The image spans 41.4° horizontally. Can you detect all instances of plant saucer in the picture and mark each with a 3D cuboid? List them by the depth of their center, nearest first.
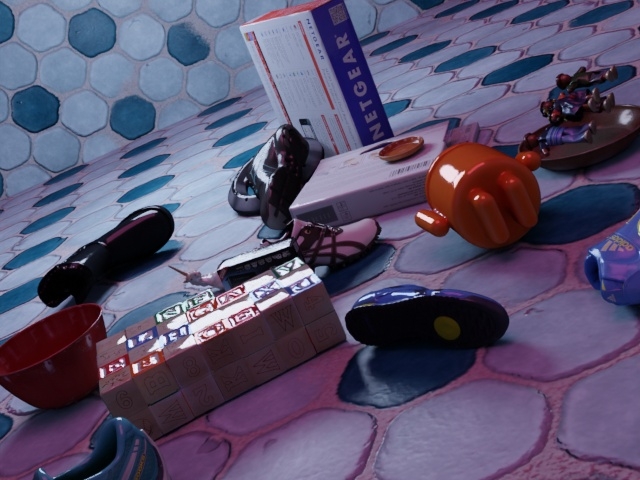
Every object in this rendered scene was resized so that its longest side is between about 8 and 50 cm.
[{"bbox_3d":[0.408,-0.155,1.316,0.199,0.036,0.198,-21,20,8],"label":"plant saucer"},{"bbox_3d":[0.142,-0.159,1.484,0.083,0.013,0.083,-21,21,8],"label":"plant saucer"}]

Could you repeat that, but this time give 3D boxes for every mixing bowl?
[{"bbox_3d":[-0.378,0.180,1.230,0.181,0.098,0.181,-21,19,8],"label":"mixing bowl"}]

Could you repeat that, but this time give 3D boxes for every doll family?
[{"bbox_3d":[0.380,-0.199,1.302,0.111,0.076,0.193,1,33,40],"label":"doll family"}]

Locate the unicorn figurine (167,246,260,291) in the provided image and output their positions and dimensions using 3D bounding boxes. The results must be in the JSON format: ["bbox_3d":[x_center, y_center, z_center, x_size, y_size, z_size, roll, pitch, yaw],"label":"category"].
[{"bbox_3d":[-0.148,0.050,1.389,0.162,0.060,0.111,-18,12,-39],"label":"unicorn figurine"}]

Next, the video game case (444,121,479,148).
[{"bbox_3d":[0.223,-0.171,1.594,0.143,0.019,0.157,-15,22,23],"label":"video game case"}]

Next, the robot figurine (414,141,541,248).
[{"bbox_3d":[0.220,-0.066,1.160,0.219,0.128,0.158,-124,55,-70],"label":"robot figurine"}]

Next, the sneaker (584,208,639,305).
[{"bbox_3d":[0.350,-0.009,0.919,0.126,0.091,0.240,-13,23,29],"label":"sneaker"}]

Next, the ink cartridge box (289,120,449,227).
[{"bbox_3d":[0.102,-0.115,1.520,0.275,0.060,0.239,-15,20,21],"label":"ink cartridge box"}]

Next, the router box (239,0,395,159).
[{"bbox_3d":[-0.007,-0.318,1.764,0.082,0.335,0.301,-33,23,-25],"label":"router box"}]

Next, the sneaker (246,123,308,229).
[{"bbox_3d":[-0.086,-0.108,1.625,0.106,0.101,0.267,-28,35,28],"label":"sneaker"}]

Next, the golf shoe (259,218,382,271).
[{"bbox_3d":[0.000,0.000,1.286,0.198,0.094,0.077,-28,19,-16],"label":"golf shoe"}]

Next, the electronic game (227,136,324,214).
[{"bbox_3d":[-0.094,-0.137,1.767,0.229,0.048,0.229,-24,34,17],"label":"electronic game"}]

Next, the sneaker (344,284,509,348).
[{"bbox_3d":[0.127,0.077,0.977,0.209,0.069,0.082,-6,22,40],"label":"sneaker"}]

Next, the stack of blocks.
[{"bbox_3d":[-0.134,0.131,1.098,0.297,0.087,0.171,-26,19,-8],"label":"stack of blocks"}]

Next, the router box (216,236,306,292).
[{"bbox_3d":[-0.076,0.058,1.219,0.122,0.092,0.038,-19,20,15],"label":"router box"}]

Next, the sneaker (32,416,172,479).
[{"bbox_3d":[-0.273,0.282,0.828,0.107,0.110,0.275,-1,30,47],"label":"sneaker"}]

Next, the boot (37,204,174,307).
[{"bbox_3d":[-0.412,0.035,1.647,0.246,0.094,0.207,-26,15,14],"label":"boot"}]
